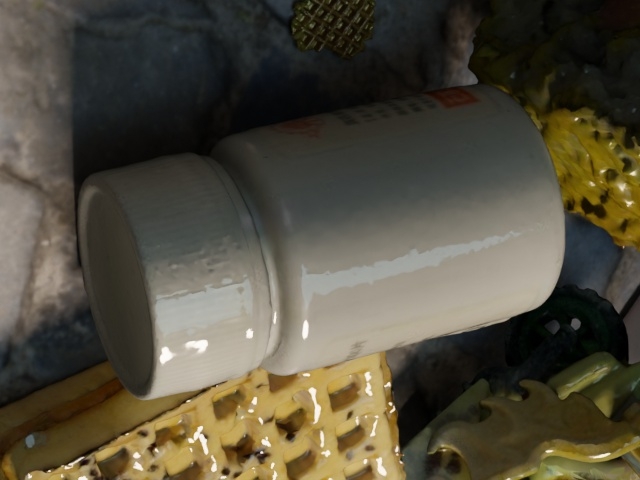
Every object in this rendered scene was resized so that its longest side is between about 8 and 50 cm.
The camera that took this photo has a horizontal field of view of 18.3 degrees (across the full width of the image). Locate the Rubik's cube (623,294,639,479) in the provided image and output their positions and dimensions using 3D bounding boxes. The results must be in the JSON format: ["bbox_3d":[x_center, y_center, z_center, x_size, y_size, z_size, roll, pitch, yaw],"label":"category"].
[{"bbox_3d":[0.494,0.214,2.136,0.316,0.322,0.318,26,100,-43],"label":"Rubik's cube"}]

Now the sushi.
[{"bbox_3d":[0.364,-0.156,1.737,0.351,0.396,0.240,-43,133,-12],"label":"sushi"}]

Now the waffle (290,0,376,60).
[{"bbox_3d":[0.012,-0.189,1.711,0.085,0.016,0.078,-9,120,-33],"label":"waffle"}]

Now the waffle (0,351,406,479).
[{"bbox_3d":[-0.106,0.194,1.817,0.376,0.114,0.261,-24,131,-22],"label":"waffle"}]

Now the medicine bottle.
[{"bbox_3d":[0.000,0.000,1.676,0.372,0.211,0.211,-13,126,-20],"label":"medicine bottle"}]

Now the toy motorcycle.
[{"bbox_3d":[0.188,0.241,1.979,0.410,0.237,0.169,-48,159,-4],"label":"toy motorcycle"}]
